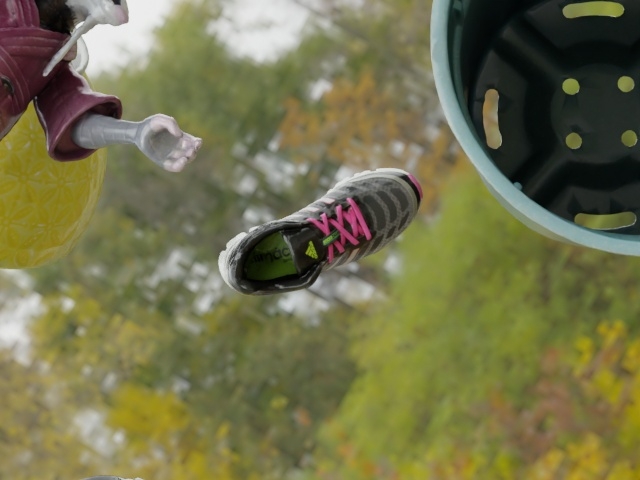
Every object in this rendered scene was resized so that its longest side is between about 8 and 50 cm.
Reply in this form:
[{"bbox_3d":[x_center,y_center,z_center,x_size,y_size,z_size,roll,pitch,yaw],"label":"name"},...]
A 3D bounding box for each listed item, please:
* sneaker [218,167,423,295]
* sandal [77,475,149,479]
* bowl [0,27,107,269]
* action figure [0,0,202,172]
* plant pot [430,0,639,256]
[{"bbox_3d":[0.000,0.000,1.516,0.170,0.063,0.075,-23,11,7],"label":"sneaker"},{"bbox_3d":[-0.166,0.189,0.918,0.446,0.107,0.167,-17,7,-5],"label":"sandal"},{"bbox_3d":[-0.291,-0.132,1.751,0.156,0.289,0.289,-48,-4,28],"label":"bowl"},{"bbox_3d":[-0.273,-0.099,1.510,0.370,0.248,0.276,-46,20,-28],"label":"action figure"},{"bbox_3d":[0.255,-0.135,1.682,0.341,0.341,0.334,-59,-4,-6],"label":"plant pot"}]
